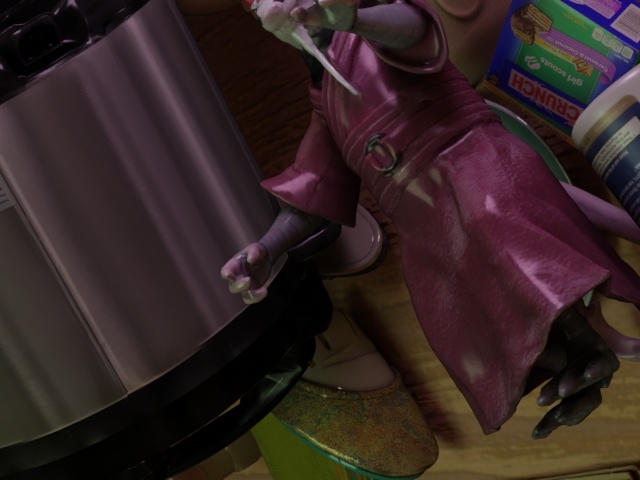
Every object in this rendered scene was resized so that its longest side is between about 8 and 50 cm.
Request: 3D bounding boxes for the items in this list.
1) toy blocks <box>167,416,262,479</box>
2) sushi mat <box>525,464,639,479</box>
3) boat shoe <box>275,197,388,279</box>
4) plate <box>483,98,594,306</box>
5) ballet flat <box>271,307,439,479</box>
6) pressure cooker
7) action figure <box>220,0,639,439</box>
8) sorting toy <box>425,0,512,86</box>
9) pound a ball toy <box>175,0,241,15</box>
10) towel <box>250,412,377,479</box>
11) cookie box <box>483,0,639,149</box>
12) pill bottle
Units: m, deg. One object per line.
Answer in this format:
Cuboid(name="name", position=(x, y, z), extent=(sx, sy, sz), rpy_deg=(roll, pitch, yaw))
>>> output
Cuboid(name="toy blocks", position=(-0.230, 0.266, 1.920), extent=(0.288, 0.260, 0.309), rpy_deg=(-9, 106, 62))
Cuboid(name="sushi mat", position=(0.205, 0.266, 1.442), extent=(0.151, 0.019, 0.316), rpy_deg=(62, 153, -1))
Cuboid(name="boat shoe", position=(0.000, 0.000, 1.534), extent=(0.065, 0.075, 0.206), rpy_deg=(28, 168, -37))
Cuboid(name="plate", position=(0.143, -0.023, 1.286), extent=(0.188, 0.024, 0.188), rpy_deg=(39, 144, 37))
Cuboid(name="ballet flat", position=(-0.022, 0.095, 1.587), extent=(0.348, 0.123, 0.123), rpy_deg=(33, 141, 43))
Cuboid(name="pressure cooker", position=(-0.216, 0.017, 1.401), extent=(0.369, 0.375, 0.420), rpy_deg=(-9, 115, 45))
Cuboid(name="action figure", position=(0.083, -0.062, 1.117), extent=(0.370, 0.275, 0.248), rpy_deg=(56, 143, 15))
Cuboid(name="sorting toy", position=(0.065, -0.210, 1.245), extent=(0.208, 0.038, 0.193), rpy_deg=(55, 152, 3))
Cuboid(name="pound a ball toy", position=(-0.150, -0.340, 1.380), extent=(0.319, 0.135, 0.208), rpy_deg=(62, 152, 2))
Cuboid(name="towel", position=(-0.007, 0.216, 1.756), extent=(0.237, 0.021, 0.102), rpy_deg=(-5, 109, 61))
Cuboid(name="cookie box", position=(0.162, -0.121, 1.127), extent=(0.092, 0.040, 0.107), rpy_deg=(35, 146, 15))
Cuboid(name="pill bottle", position=(0.237, -0.026, 1.047), extent=(0.169, 0.094, 0.094), rpy_deg=(55, 152, 15))
